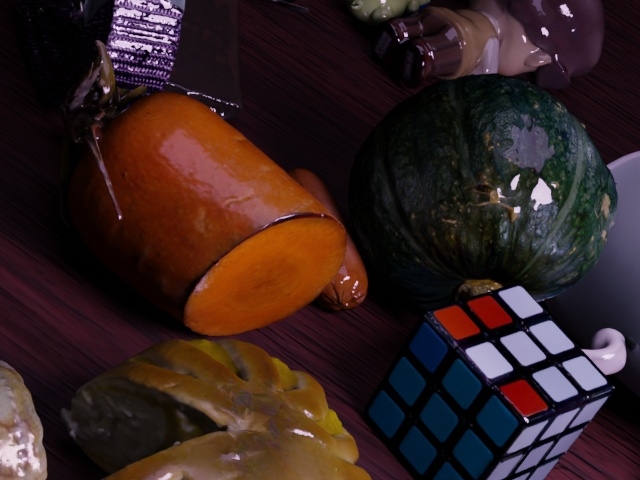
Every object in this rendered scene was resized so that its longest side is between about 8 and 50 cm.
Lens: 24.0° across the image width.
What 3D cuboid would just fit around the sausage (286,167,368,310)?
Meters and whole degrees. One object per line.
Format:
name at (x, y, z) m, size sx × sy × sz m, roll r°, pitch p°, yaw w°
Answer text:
sausage at (0.000, 0.000, 1.703) m, size 0.076 × 0.076 × 0.198 m, roll 4°, pitch 44°, yaw -30°

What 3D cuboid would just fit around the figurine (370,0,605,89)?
figurine at (0.255, -0.285, 2.177) m, size 0.365 × 0.206 × 0.218 m, roll -29°, pitch 38°, yaw -23°

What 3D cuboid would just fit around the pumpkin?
pumpkin at (0.161, -0.063, 1.666) m, size 0.197 × 0.293 × 0.263 m, roll 53°, pitch 30°, yaw -38°

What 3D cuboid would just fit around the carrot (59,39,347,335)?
carrot at (-0.156, -0.043, 1.545) m, size 0.331 × 0.193 × 0.214 m, roll 44°, pitch 39°, yaw 14°

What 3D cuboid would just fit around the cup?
cup at (0.379, 0.076, 1.669) m, size 0.356 × 0.259 × 0.274 m, roll -12°, pitch 29°, yaw -20°

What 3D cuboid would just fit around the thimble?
thimble at (-0.320, 0.162, 1.236) m, size 0.143 × 0.137 × 0.190 m, roll 3°, pitch 32°, yaw -32°

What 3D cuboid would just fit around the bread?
bread at (-0.085, 0.216, 1.308) m, size 0.333 × 0.160 × 0.333 m, roll 19°, pitch 38°, yaw -16°

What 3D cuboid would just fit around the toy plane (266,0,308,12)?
toy plane at (-0.084, -0.360, 2.116) m, size 0.145 × 0.037 × 0.060 m, roll 19°, pitch 47°, yaw -20°

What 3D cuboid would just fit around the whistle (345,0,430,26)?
whistle at (0.110, -0.371, 2.217) m, size 0.105 × 0.085 × 0.227 m, roll 41°, pitch 39°, yaw 16°

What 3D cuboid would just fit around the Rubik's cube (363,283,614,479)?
Rubik's cube at (0.171, 0.163, 1.544) m, size 0.163 × 0.161 × 0.162 m, roll -13°, pitch 52°, yaw -43°

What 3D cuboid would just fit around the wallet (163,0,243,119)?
wallet at (-0.178, -0.274, 1.943) m, size 0.165 × 0.042 × 0.310 m, roll 17°, pitch 38°, yaw -18°

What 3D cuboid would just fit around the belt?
belt at (-0.258, -0.289, 1.718) m, size 0.122 × 0.260 × 0.325 m, roll 5°, pitch 43°, yaw -32°
